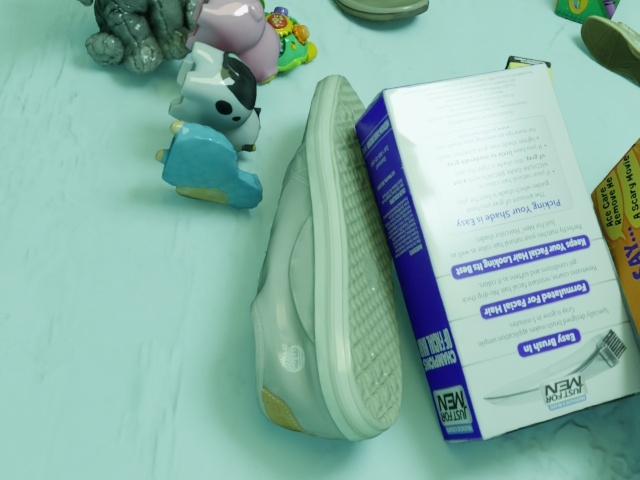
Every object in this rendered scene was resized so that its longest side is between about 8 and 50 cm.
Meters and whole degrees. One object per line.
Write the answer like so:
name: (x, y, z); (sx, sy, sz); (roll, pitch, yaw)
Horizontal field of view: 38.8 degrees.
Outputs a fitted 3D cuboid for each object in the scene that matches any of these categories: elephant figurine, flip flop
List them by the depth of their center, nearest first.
elephant figurine: (-0.232, -0.329, 1.058); (0.186, 0.239, 0.169); (19, 59, 32)
flip flop: (0.051, -0.401, 1.264); (0.112, 0.080, 0.277); (-19, 59, -21)

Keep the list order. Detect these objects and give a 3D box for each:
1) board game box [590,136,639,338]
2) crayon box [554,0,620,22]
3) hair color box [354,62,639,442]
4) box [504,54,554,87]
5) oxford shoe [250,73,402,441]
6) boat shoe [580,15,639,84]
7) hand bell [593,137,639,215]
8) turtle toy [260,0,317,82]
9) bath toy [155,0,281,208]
board game box: (0.516, 0.013, 0.766); (0.356, 0.356, 0.356); (14, 45, -19)
crayon box: (0.425, -0.458, 1.310); (0.081, 0.165, 0.278); (20, 54, 6)
hair color box: (0.173, 0.010, 0.897); (0.185, 0.110, 0.339); (-12, 78, -17)
box: (0.246, -0.108, 1.079); (0.058, 0.087, 0.232); (7, 53, -4)
oxford shoe: (0.000, 0.000, 0.935); (0.130, 0.169, 0.449); (-19, 47, 26)
boat shoe: (0.424, -0.256, 1.235); (0.153, 0.056, 0.048); (37, 48, 16)
hand bell: (0.452, -0.014, 1.046); (0.242, 0.126, 0.126); (35, 56, 2)
turtle toy: (-0.067, -0.265, 1.156); (0.095, 0.066, 0.130); (-32, 65, -27)
bath toy: (-0.091, -0.216, 1.043); (0.129, 0.151, 0.348); (16, 68, -17)
